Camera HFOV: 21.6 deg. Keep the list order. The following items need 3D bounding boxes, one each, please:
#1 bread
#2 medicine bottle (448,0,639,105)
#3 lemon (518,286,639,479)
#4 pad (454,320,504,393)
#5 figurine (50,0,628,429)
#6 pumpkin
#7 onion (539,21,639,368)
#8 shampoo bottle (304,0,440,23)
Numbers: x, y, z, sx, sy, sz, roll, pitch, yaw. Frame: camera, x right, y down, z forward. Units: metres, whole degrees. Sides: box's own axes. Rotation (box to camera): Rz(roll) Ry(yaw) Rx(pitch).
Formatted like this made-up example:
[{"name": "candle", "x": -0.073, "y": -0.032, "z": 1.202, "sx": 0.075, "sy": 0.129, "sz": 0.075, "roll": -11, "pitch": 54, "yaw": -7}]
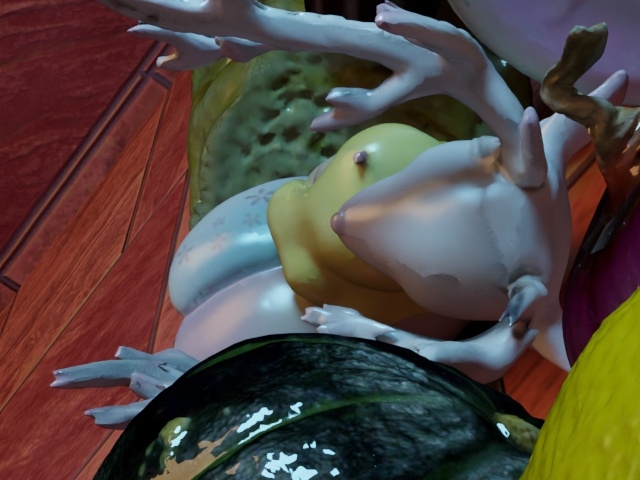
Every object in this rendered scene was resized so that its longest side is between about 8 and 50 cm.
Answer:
[{"name": "bread", "x": 0.020, "y": -0.085, "z": 1.092, "sx": 0.252, "sy": 0.239, "sz": 0.196, "roll": -75, "pitch": -17, "yaw": -62}, {"name": "medicine bottle", "x": 0.177, "y": -0.254, "z": 0.881, "sx": 0.219, "sy": 0.219, "sz": 0.388, "roll": -46, "pitch": 16, "yaw": 33}, {"name": "lemon", "x": 0.138, "y": 0.066, "z": 0.363, "sx": 0.203, "sy": 0.178, "sz": 0.178, "roll": -46, "pitch": 17, "yaw": 32}, {"name": "pad", "x": -0.005, "y": 0.174, "z": 0.949, "sx": 0.330, "sy": 0.004, "sz": 0.220, "roll": -50, "pitch": 15, "yaw": 21}, {"name": "figurine", "x": 0.005, "y": 0.013, "z": 0.767, "sx": 0.316, "sy": 0.284, "sz": 0.206, "roll": 140, "pitch": 128, "yaw": -63}, {"name": "pumpkin", "x": 0.025, "y": 0.123, "z": 0.528, "sx": 0.162, "sy": 0.220, "sz": 0.220, "roll": -60, "pitch": 12, "yaw": 14}, {"name": "onion", "x": 0.150, "y": -0.004, "z": 0.546, "sx": 0.177, "sy": 0.153, "sz": 0.177, "roll": 11, "pitch": -90, "yaw": -70}, {"name": "shampoo bottle", "x": 0.022, "y": -0.261, "z": 0.870, "sx": 0.129, "sy": 0.084, "sz": 0.323, "roll": -80, "pitch": -10, "yaw": -47}]
